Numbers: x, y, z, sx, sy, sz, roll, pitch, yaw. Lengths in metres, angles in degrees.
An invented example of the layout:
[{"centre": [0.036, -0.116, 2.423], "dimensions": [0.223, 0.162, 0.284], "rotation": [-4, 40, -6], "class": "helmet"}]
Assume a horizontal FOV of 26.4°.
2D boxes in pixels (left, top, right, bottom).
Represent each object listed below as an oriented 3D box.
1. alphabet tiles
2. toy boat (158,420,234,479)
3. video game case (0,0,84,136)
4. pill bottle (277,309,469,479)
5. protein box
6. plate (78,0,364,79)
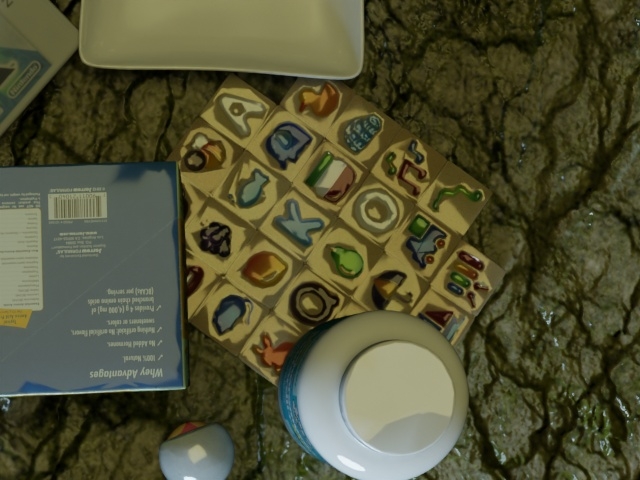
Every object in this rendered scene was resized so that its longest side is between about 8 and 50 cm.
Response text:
[{"centre": [0.000, 0.000, 1.347], "dimensions": [0.342, 0.011, 0.285], "rotation": [36, 81, -3], "class": "alphabet tiles"}, {"centre": [-0.174, 0.302, 1.221], "dimensions": [0.267, 0.148, 0.318], "rotation": [28, 81, -4], "class": "toy boat"}, {"centre": [-0.420, -0.166, 1.219], "dimensions": [0.300, 0.036, 0.329], "rotation": [46, 74, -29], "class": "video game case"}, {"centre": [0.045, 0.135, 1.200], "dimensions": [0.146, 0.264, 0.146], "rotation": [1, 84, -8], "class": "pill bottle"}, {"centre": [-0.222, 0.039, 1.243], "dimensions": [0.199, 0.136, 0.201], "rotation": [-2, 85, -4], "class": "protein box"}, {"centre": [-0.094, -0.296, 1.349], "dimensions": [0.278, 0.045, 0.277], "rotation": [2, 83, -7], "class": "plate"}]
